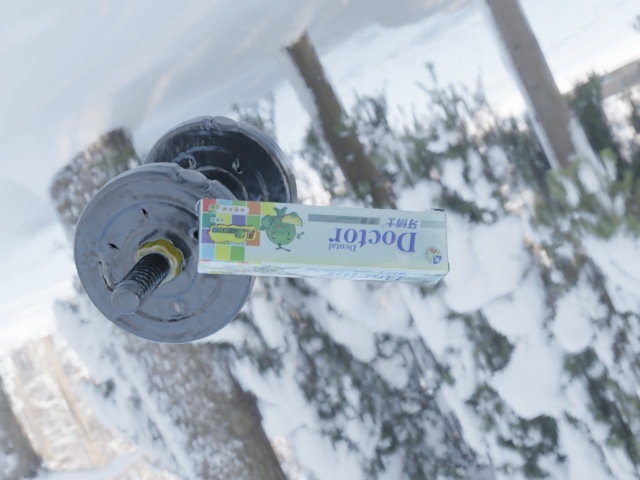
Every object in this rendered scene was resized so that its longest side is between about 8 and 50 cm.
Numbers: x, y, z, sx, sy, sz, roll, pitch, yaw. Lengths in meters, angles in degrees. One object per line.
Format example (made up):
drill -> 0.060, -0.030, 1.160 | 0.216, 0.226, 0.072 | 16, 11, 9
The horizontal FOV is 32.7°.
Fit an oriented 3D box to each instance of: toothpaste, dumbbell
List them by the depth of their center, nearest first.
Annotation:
toothpaste -> 0.000, 0.000, 0.711 | 0.164, 0.046, 0.034 | 3, 162, -8
dumbbell -> -0.104, -0.015, 0.898 | 0.143, 0.143, 0.325 | -24, -165, 19
